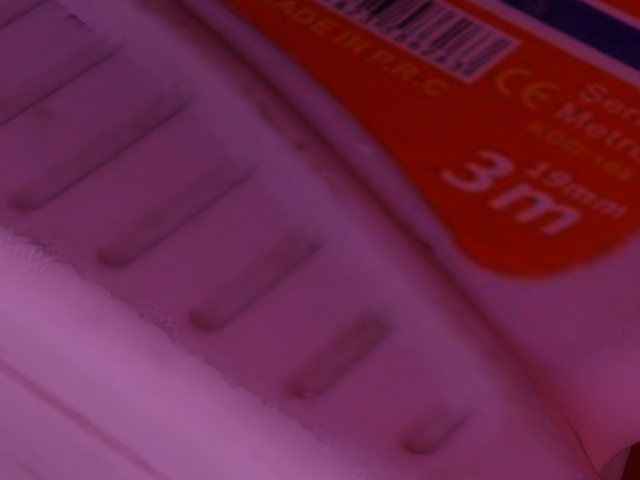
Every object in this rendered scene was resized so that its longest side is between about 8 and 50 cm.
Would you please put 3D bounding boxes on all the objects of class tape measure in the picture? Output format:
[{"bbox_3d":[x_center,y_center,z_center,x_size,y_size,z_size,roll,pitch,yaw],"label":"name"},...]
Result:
[{"bbox_3d":[0.000,0.000,0.461,0.258,0.265,0.130,30,138,25],"label":"tape measure"}]
